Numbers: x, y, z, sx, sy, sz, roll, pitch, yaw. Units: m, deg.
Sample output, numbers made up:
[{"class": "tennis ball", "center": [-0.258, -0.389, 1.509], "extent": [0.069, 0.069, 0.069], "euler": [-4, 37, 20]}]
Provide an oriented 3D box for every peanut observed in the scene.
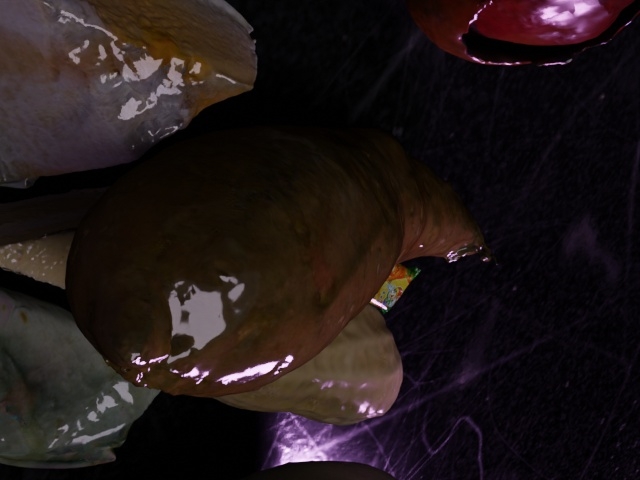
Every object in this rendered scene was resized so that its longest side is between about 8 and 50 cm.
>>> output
[{"class": "peanut", "center": [-0.021, 0.068, 0.692], "extent": [0.214, 0.090, 0.098], "euler": [18, 102, -48]}]

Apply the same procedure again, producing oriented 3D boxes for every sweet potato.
[{"class": "sweet potato", "center": [-0.002, -0.004, 0.599], "extent": [0.423, 0.131, 0.130], "euler": [-15, 131, -63]}]

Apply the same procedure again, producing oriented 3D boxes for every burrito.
[{"class": "burrito", "center": [-0.196, 0.059, 0.544], "extent": [0.096, 0.066, 0.309], "euler": [-56, 142, 2]}]

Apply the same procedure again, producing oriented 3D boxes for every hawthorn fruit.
[{"class": "hawthorn fruit", "center": [0.128, -0.168, 0.598], "extent": [0.148, 0.172, 0.148], "euler": [-33, 134, -42]}]

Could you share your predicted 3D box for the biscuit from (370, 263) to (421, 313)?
[{"class": "biscuit", "center": [0.038, 0.026, 0.772], "extent": [0.089, 0.016, 0.046], "euler": [29, 97, -49]}]

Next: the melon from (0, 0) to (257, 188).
[{"class": "melon", "center": [-0.121, -0.081, 0.496], "extent": [0.203, 0.093, 0.139], "euler": [14, 116, -41]}]

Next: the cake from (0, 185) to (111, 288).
[{"class": "cake", "center": [-0.146, 0.005, 0.560], "extent": [0.121, 0.052, 0.065], "euler": [-8, 126, -40]}]

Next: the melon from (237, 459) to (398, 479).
[{"class": "melon", "center": [-0.018, 0.296, 0.740], "extent": [0.308, 0.272, 0.272], "euler": [-54, 140, -11]}]
